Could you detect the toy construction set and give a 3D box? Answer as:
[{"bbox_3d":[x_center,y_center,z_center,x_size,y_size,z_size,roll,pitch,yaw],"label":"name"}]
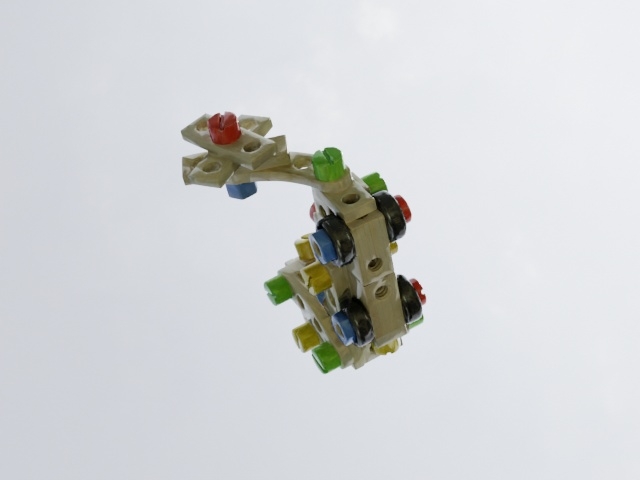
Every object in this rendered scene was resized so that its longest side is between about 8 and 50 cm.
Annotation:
[{"bbox_3d":[0.000,0.000,1.339,0.151,0.215,0.327,-37,-49,-6],"label":"toy construction set"}]
